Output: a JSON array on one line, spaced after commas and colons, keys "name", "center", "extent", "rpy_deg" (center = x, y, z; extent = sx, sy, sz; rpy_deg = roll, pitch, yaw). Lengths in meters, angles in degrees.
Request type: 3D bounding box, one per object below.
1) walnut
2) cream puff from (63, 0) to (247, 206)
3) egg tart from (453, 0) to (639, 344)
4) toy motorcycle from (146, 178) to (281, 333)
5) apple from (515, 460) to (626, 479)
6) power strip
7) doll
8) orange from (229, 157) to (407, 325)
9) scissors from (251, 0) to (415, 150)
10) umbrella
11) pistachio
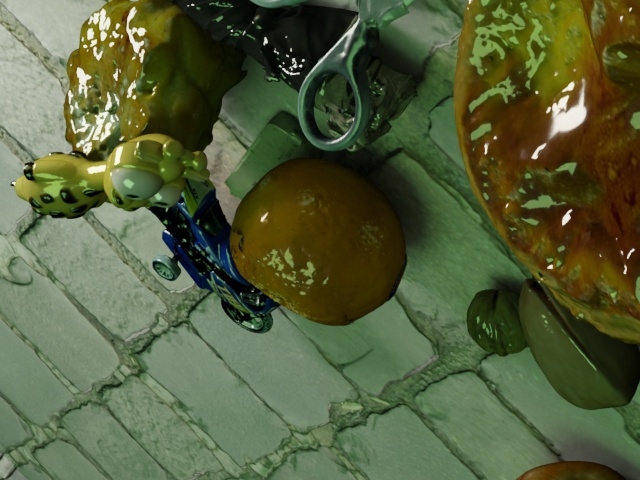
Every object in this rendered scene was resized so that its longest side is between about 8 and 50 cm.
[{"name": "walnut", "center": [0.217, 0.097, 2.143], "extent": [0.092, 0.092, 0.092], "rpy_deg": [29, 146, 22]}, {"name": "cream puff", "center": [-0.191, -0.169, 2.180], "extent": [0.282, 0.185, 0.281], "rpy_deg": [-7, 82, 52]}, {"name": "egg tart", "center": [0.301, -0.112, 1.637], "extent": [0.443, 0.178, 0.443], "rpy_deg": [37, 138, 43]}, {"name": "toy motorcycle", "center": [-0.134, 0.013, 2.412], "extent": [0.169, 0.113, 0.315], "rpy_deg": [-1, 133, 48]}, {"name": "apple", "center": [0.322, 0.364, 2.262], "extent": [0.195, 0.160, 0.173], "rpy_deg": [34, 144, 19]}, {"name": "power strip", "center": [-0.062, -0.092, 2.281], "extent": [0.080, 0.029, 0.227], "rpy_deg": [42, 148, -1]}, {"name": "doll", "center": [-0.245, -0.072, 2.061], "extent": [0.291, 0.086, 0.117], "rpy_deg": [-8, 161, 42]}, {"name": "orange", "center": [0.000, 0.001, 2.159], "extent": [0.219, 0.193, 0.219], "rpy_deg": [14, 176, 1]}, {"name": "scissors", "center": [0.071, -0.267, 1.817], "extent": [0.383, 0.029, 0.256], "rpy_deg": [-28, 86, 42]}, {"name": "umbrella", "center": [-0.053, -0.236, 2.017], "extent": [0.358, 0.113, 0.106], "rpy_deg": [36, 147, 18]}, {"name": "pistachio", "center": [0.292, 0.114, 2.040], "extent": [0.185, 0.108, 0.126], "rpy_deg": [52, -170, 0]}]
